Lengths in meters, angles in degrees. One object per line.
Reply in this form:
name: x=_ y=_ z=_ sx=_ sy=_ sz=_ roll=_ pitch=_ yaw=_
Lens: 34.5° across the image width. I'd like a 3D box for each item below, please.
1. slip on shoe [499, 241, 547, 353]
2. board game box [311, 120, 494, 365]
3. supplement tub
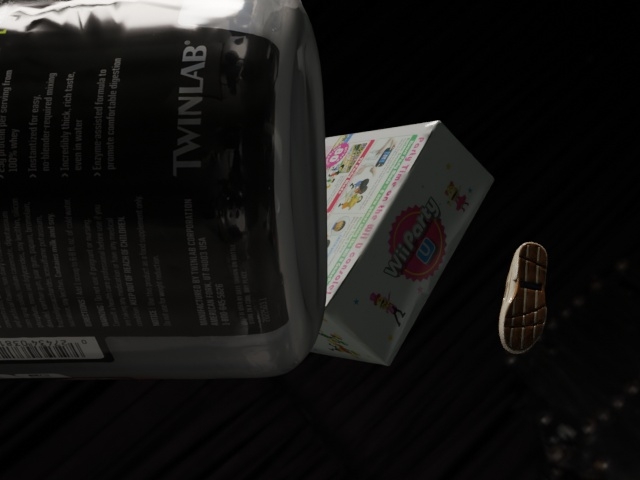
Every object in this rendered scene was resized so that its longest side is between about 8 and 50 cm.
slip on shoe: x=0.231 y=0.069 z=1.185 sx=0.051 sy=0.135 sz=0.041 roll=12 pitch=-24 yaw=-4
board game box: x=0.000 y=0.000 z=1.064 sx=0.097 sy=0.224 sz=0.303 roll=43 pitch=-22 yaw=-27
supplement tub: x=-0.170 y=-0.028 z=0.549 sx=0.207 sy=0.337 sz=0.207 roll=-1 pitch=90 yaw=-83
